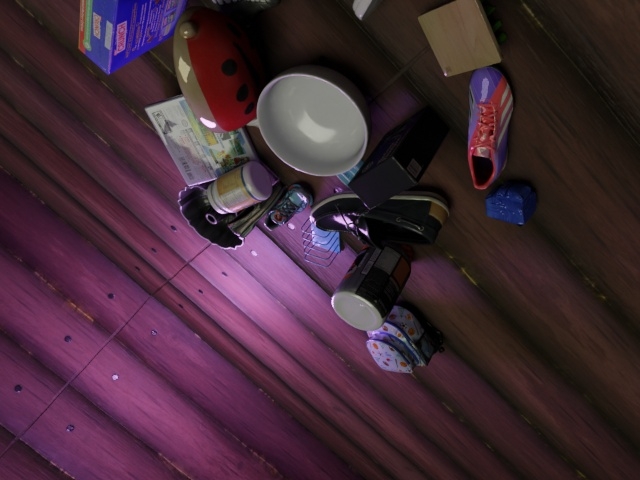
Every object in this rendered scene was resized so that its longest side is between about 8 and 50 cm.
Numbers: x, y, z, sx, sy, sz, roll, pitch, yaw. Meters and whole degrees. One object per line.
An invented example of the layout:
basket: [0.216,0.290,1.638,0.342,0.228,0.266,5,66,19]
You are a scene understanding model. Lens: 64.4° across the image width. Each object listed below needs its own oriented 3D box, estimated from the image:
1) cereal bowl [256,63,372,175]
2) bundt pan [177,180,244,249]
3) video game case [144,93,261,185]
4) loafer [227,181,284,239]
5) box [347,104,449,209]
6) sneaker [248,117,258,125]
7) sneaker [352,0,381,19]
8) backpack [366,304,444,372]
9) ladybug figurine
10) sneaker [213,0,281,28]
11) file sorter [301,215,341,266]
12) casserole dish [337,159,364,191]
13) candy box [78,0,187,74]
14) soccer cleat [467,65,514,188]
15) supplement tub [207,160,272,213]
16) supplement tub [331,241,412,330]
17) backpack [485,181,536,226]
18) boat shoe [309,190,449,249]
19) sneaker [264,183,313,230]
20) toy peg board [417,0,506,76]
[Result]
cereal bowl: [-0.005,-0.360,1.481,0.339,0.141,0.338,16,137,15]
bundt pan: [-0.411,-0.124,2.069,0.331,0.124,0.330,20,139,19]
video game case: [-0.408,-0.364,1.792,0.300,0.036,0.328,-12,126,15]
loafer: [-0.242,-0.119,1.882,0.084,0.096,0.267,37,108,-16]
box: [0.213,-0.225,1.373,0.103,0.261,0.184,44,141,-11]
sneaker: [-0.163,-0.382,1.652,0.212,0.080,0.094,5,145,32]
sneaker: [0.111,-0.660,1.127,0.169,0.108,0.292,36,133,2]
backpack: [0.299,0.385,2.018,0.277,0.213,0.263,-15,110,49]
ladybug figurine: [-0.264,-0.466,1.421,0.162,0.304,0.449,4,174,10]
sneaker: [-0.196,-0.639,1.399,0.235,0.078,0.106,15,141,30]
file sorter: [0.000,0.000,1.904,0.118,0.104,0.170,18,139,21]
casserole dish: [0.115,-0.206,1.654,0.188,0.037,0.114,45,141,-11]
candy box: [-0.511,-0.656,1.418,0.122,0.317,0.268,39,142,-4]
soccer cleat: [0.420,-0.277,1.279,0.109,0.116,0.318,11,137,28]
supplement tub: [-0.289,-0.185,1.812,0.200,0.144,0.144,-20,118,28]
supplement tub: [0.188,0.134,1.731,0.194,0.316,0.193,21,140,19]
backpack: [0.520,-0.109,1.403,0.120,0.098,0.101,15,130,44]
boat shoe: [0.164,-0.059,1.648,0.501,0.155,0.187,2,154,35]
sneaker: [-0.121,-0.108,1.863,0.104,0.125,0.262,41,143,-9]
toy peg board: [0.338,-0.484,1.172,0.161,0.079,0.161,5,135,55]
